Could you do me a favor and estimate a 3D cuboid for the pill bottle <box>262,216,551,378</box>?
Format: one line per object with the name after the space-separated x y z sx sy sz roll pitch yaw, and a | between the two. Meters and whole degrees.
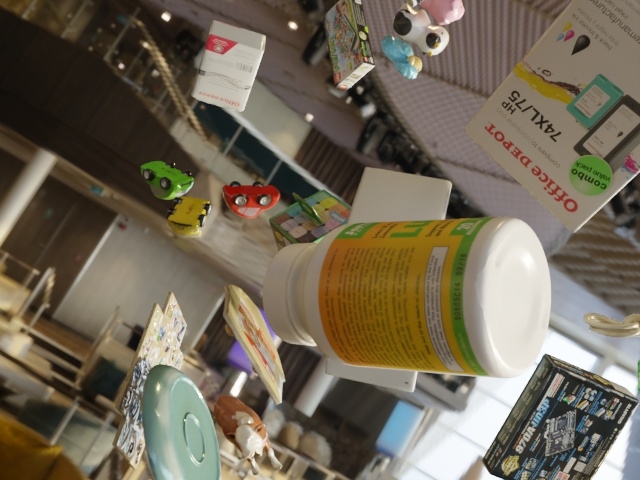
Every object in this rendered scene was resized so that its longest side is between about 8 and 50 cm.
0.071 0.050 0.814 0.246 0.136 0.136 -2 -29 38 | pill bottle

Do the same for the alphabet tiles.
-0.354 0.294 1.871 0.011 0.342 0.285 11 -28 9 | alphabet tiles

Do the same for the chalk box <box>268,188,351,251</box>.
0.000 0.000 1.650 0.132 0.132 0.213 41 -27 47 | chalk box

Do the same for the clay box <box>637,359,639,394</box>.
0.772 0.244 1.894 0.053 0.222 0.127 -109 -179 -50 | clay box

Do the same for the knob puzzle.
-0.114 0.157 1.441 0.213 0.030 0.213 61 7 -13 | knob puzzle

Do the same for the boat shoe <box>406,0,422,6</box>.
0.168 -0.522 1.752 0.125 0.038 0.046 61 -10 9 | boat shoe

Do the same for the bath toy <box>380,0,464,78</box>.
0.285 -0.573 2.202 0.151 0.129 0.348 19 -51 -16 | bath toy

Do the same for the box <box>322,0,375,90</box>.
0.066 -0.475 2.111 0.036 0.207 0.114 8 -29 -36 | box

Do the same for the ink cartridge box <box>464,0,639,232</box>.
0.360 -0.188 1.110 0.198 0.270 0.197 44 36 9 | ink cartridge box

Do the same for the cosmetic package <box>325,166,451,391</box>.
0.098 0.053 1.285 0.138 0.224 0.224 11 -50 9 | cosmetic package

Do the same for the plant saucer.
-0.262 0.392 1.736 0.044 0.317 0.317 -16 -22 9 | plant saucer

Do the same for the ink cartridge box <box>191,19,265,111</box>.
-0.181 -0.341 1.742 0.109 0.063 0.150 15 -48 -12 | ink cartridge box

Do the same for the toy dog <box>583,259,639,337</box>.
0.520 0.074 1.231 0.220 0.161 0.334 4 4 -5 | toy dog

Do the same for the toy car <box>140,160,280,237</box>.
-0.220 -0.076 1.519 0.225 0.053 0.239 27 31 31 | toy car

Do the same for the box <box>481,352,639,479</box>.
0.398 0.318 1.476 0.175 0.220 0.051 23 13 -15 | box

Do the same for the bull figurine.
-0.195 0.508 2.318 0.310 0.101 0.188 35 -30 65 | bull figurine
